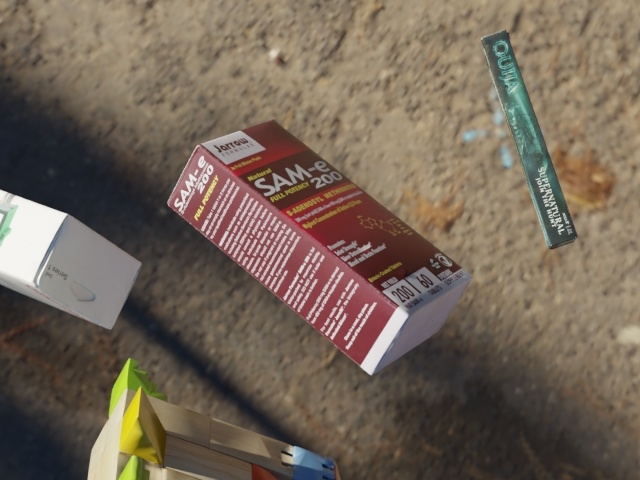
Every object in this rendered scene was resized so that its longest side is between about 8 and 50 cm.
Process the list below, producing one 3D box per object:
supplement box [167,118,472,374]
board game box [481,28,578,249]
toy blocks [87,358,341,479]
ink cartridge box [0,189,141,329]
[{"bbox_3d":[0.000,0.000,1.319,0.239,0.130,0.073,38,120,16],"label":"supplement box"},{"bbox_3d":[0.182,-0.084,1.322,0.026,0.126,0.186,-18,86,7],"label":"board game box"},{"bbox_3d":[-0.099,0.311,1.479,0.260,0.381,0.191,21,122,-16],"label":"toy blocks"},{"bbox_3d":[-0.341,0.010,1.755,0.219,0.093,0.160,18,168,33],"label":"ink cartridge box"}]
